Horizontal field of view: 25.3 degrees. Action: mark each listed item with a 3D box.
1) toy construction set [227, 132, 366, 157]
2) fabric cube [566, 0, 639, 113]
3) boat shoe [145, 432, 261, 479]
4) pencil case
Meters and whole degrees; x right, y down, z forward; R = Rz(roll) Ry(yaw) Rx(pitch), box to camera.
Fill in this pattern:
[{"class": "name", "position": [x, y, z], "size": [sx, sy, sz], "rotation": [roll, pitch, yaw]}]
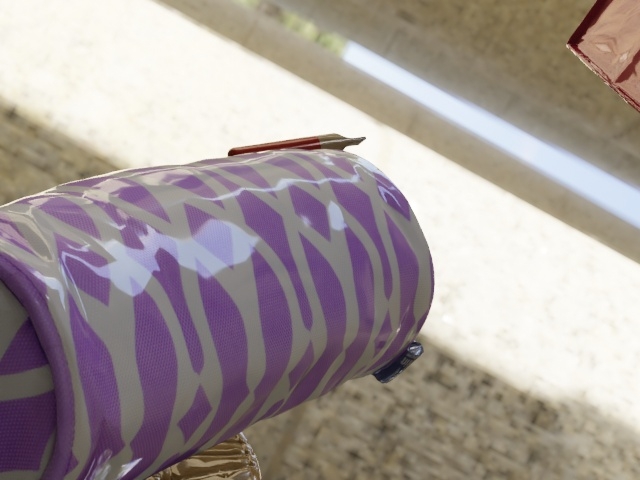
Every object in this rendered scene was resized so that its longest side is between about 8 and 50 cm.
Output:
[{"class": "toy construction set", "position": [0.000, 0.000, 1.497], "size": [0.308, 0.237, 0.257], "rotation": [108, -35, -53]}, {"class": "fabric cube", "position": [0.440, -0.193, 1.351], "size": [0.259, 0.258, 0.254], "rotation": [-56, -159, 17]}, {"class": "boat shoe", "position": [-0.052, 0.133, 0.588], "size": [0.170, 0.063, 0.059], "rotation": [-112, -150, -53]}, {"class": "pencil case", "position": [-0.045, 0.022, 0.420], "size": [0.088, 0.086, 0.206], "rotation": [-31, 171, 30]}]
